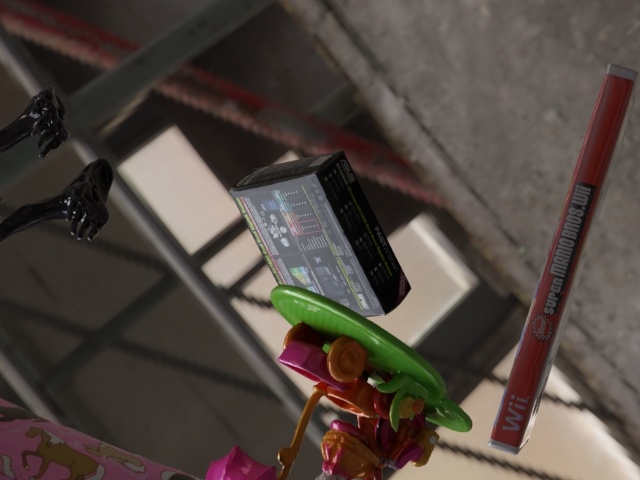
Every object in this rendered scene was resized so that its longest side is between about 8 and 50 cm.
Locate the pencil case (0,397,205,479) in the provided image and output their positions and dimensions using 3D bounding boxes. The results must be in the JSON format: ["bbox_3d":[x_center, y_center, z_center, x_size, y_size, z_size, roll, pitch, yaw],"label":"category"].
[{"bbox_3d":[-0.206,0.225,1.459,0.386,0.167,0.160,22,126,1],"label":"pencil case"}]

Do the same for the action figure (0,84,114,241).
[{"bbox_3d":[-0.303,-0.030,1.332,0.275,0.141,0.164,-15,105,23],"label":"action figure"}]

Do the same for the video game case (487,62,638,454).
[{"bbox_3d":[0.186,0.018,1.345,0.025,0.285,0.204,17,179,9],"label":"video game case"}]

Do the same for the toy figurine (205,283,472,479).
[{"bbox_3d":[-0.001,0.140,1.125,0.130,0.159,0.173,14,158,51],"label":"toy figurine"}]

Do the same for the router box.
[{"bbox_3d":[0.000,0.000,1.292,0.092,0.038,0.122,-9,114,44],"label":"router box"}]
